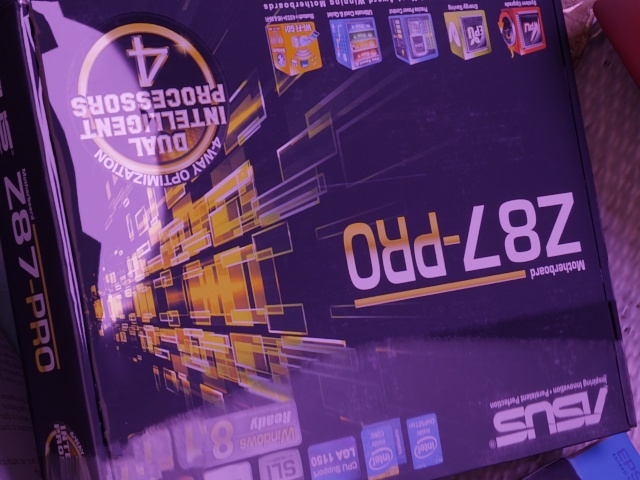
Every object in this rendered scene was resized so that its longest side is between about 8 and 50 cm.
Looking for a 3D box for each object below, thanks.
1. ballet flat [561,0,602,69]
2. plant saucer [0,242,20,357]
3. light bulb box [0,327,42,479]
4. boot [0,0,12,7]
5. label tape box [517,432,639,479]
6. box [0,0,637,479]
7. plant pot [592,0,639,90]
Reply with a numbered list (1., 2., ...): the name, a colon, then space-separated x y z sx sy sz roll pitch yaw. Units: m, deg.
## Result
1. ballet flat: 0.205 -0.208 1.222 0.067 0.073 0.206 34 88 -18
2. plant saucer: -0.217 0.085 1.222 0.195 0.037 0.194 -1 80 5
3. light bulb box: -0.363 0.173 1.102 0.358 0.225 0.361 -37 77 6
4. boot: -0.223 -0.155 1.218 0.367 0.146 0.445 -43 84 0
5. label tape box: 0.133 0.286 1.077 0.106 0.334 0.240 -39 76 39
6. box: 0.000 0.000 1.063 0.395 0.097 0.318 -8 88 -33
7. plant pot: 0.346 -0.096 1.096 0.275 0.275 0.243 -23 88 2
